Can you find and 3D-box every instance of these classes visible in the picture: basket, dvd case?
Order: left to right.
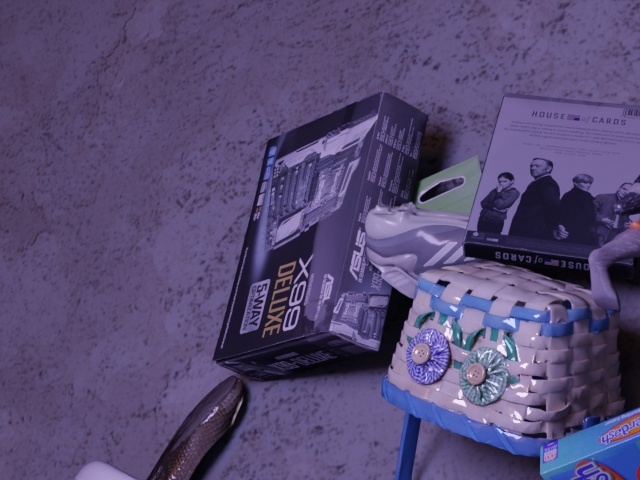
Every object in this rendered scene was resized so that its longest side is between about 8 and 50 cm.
[{"bbox_3d":[0.182,0.175,1.865,0.255,0.201,0.288,14,109,43],"label":"basket"},{"bbox_3d":[0.263,-0.064,1.944,0.179,0.029,0.238,8,47,13],"label":"dvd case"}]

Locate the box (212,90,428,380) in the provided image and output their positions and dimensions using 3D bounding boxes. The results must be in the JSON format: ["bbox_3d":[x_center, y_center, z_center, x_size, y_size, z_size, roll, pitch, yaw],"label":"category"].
[{"bbox_3d":[0.000,0.000,2.137,0.242,0.077,0.307,-18,52,53],"label":"box"}]

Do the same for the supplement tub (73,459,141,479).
[{"bbox_3d":[-0.229,0.432,2.000,0.235,0.235,0.324,19,78,44],"label":"supplement tub"}]

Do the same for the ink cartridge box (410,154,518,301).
[{"bbox_3d":[0.160,0.019,2.052,0.109,0.062,0.209,-25,51,25],"label":"ink cartridge box"}]

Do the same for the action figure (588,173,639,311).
[{"bbox_3d":[0.415,-0.103,1.749,0.341,0.178,0.330,-33,23,51],"label":"action figure"}]

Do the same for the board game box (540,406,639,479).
[{"bbox_3d":[0.336,0.225,1.710,0.210,0.160,0.047,-26,26,22],"label":"board game box"}]

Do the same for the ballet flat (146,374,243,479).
[{"bbox_3d":[-0.164,0.272,2.175,0.250,0.058,0.084,-54,9,-8],"label":"ballet flat"}]

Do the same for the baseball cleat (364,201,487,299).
[{"bbox_3d":[0.148,0.016,1.980,0.206,0.072,0.109,11,111,21],"label":"baseball cleat"}]
